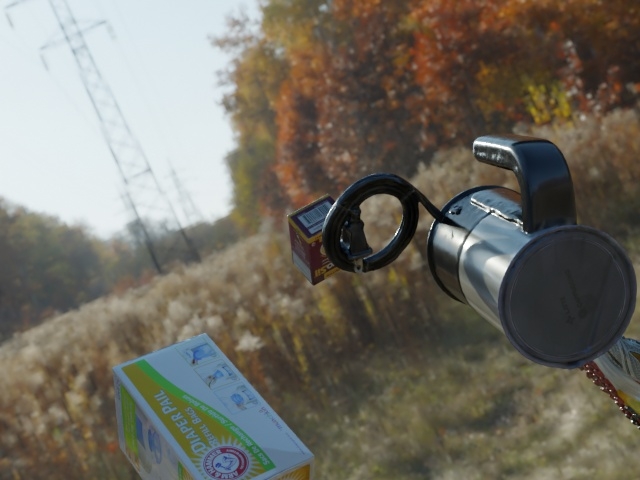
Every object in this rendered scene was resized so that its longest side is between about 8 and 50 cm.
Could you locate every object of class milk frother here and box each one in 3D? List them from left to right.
[{"bbox_3d":[0.089,0.012,0.659,0.143,0.129,0.135,-26,16,-6],"label":"milk frother"}]

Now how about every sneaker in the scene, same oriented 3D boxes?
[{"bbox_3d":[0.365,0.144,1.286,0.093,0.225,0.088,-47,10,-3],"label":"sneaker"}]

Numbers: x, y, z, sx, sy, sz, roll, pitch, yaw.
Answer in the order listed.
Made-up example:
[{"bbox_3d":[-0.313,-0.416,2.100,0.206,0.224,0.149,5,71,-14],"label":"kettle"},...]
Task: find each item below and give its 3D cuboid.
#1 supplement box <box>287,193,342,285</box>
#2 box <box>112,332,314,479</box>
[{"bbox_3d":[0.000,0.000,1.171,0.055,0.043,0.083,-30,-35,-18],"label":"supplement box"},{"bbox_3d":[-0.103,0.198,1.020,0.103,0.114,0.203,-19,41,-29],"label":"box"}]
